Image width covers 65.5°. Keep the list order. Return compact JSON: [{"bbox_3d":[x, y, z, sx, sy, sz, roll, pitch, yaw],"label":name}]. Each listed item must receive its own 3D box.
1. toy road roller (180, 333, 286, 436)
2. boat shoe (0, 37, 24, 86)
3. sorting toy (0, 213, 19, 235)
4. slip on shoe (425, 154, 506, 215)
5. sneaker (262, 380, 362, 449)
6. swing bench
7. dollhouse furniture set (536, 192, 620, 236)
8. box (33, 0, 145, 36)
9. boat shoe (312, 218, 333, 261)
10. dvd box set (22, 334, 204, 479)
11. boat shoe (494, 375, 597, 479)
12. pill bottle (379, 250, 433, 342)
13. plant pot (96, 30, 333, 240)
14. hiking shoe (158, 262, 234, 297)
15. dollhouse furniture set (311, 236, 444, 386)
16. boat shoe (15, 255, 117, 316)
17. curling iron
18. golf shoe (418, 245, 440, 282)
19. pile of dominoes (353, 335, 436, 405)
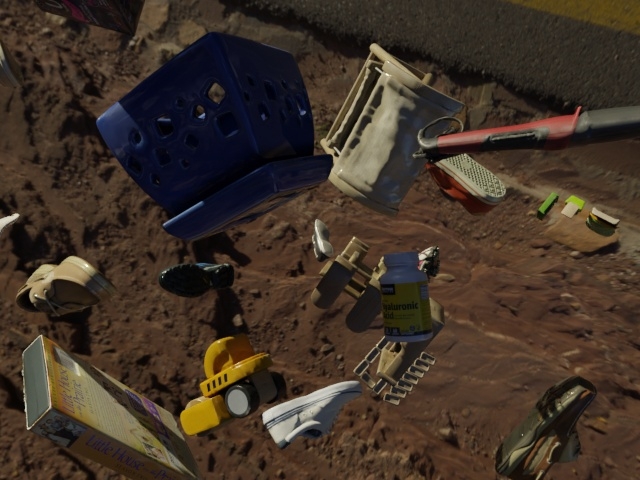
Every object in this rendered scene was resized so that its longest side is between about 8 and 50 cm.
[{"bbox_3d":[-0.290,0.440,1.552,0.330,0.203,0.240,-32,75,24],"label":"toy road roller"},{"bbox_3d":[-0.455,-0.257,0.665,0.059,0.063,0.170,-32,66,-17],"label":"boat shoe"},{"bbox_3d":[-0.573,-0.023,0.885,0.075,0.083,0.044,-40,108,-30],"label":"sorting toy"},{"bbox_3d":[0.319,-0.187,1.270,0.331,0.123,0.101,47,143,21],"label":"slip on shoe"},{"bbox_3d":[-0.005,0.378,1.078,0.094,0.258,0.091,-47,60,46],"label":"sneaker"},{"bbox_3d":[0.128,-0.228,1.014,0.165,0.254,0.253,22,118,-14],"label":"swing bench"},{"bbox_3d":[0.550,-0.042,1.066,0.152,0.076,0.058,36,81,26],"label":"dollhouse furniture set"},{"bbox_3d":[-0.298,-0.389,0.586,0.142,0.247,0.163,15,84,-4],"label":"box"},{"bbox_3d":[0.000,0.000,1.196,0.038,0.046,0.125,-44,41,27],"label":"boat shoe"},{"bbox_3d":[-0.459,0.402,1.110,0.062,0.420,0.308,-48,35,-10],"label":"dvd box set"},{"bbox_3d":[0.543,0.457,1.168,0.120,0.123,0.323,34,117,14],"label":"boat shoe"},{"bbox_3d":[0.113,0.074,0.666,0.065,0.065,0.116,-6,86,16],"label":"pill bottle"},{"bbox_3d":[-0.131,-0.136,0.729,0.236,0.236,0.212,-26,91,27],"label":"plant pot"},{"bbox_3d":[-0.424,0.130,1.640,0.132,0.304,0.113,-2,86,32],"label":"hiking shoe"},{"bbox_3d":[0.095,0.138,0.980,0.242,0.212,0.161,35,108,3],"label":"dollhouse furniture set"},{"bbox_3d":[-0.558,0.117,1.081,0.341,0.110,0.121,-9,126,44],"label":"boat shoe"},{"bbox_3d":[0.216,-0.103,0.441,0.274,0.068,0.035,-3,122,28],"label":"curling iron"},{"bbox_3d":[0.325,0.080,1.655,0.120,0.273,0.105,4,105,28],"label":"golf shoe"},{"bbox_3d":[0.257,0.430,1.716,0.251,0.040,0.196,-43,90,-20],"label":"pile of dominoes"}]
